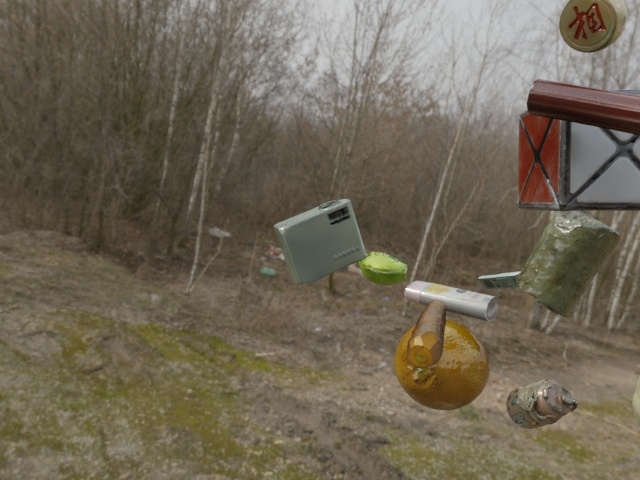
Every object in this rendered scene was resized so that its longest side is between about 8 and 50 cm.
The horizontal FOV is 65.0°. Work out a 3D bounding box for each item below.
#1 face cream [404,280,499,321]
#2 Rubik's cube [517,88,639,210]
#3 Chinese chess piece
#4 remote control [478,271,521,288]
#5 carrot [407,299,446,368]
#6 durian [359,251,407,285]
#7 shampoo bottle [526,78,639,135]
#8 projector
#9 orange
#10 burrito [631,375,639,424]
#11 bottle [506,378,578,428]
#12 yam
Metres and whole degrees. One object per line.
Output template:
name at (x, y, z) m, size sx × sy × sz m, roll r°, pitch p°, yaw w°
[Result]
face cream at (0.391, 0.178, 1.517) m, size 0.269 × 0.073 × 0.107 m, roll 10°, pitch 12°, yaw 42°
Rubik's cube at (0.614, -0.194, 1.139) m, size 0.260 × 0.254 × 0.259 m, roll 0°, pitch 5°, yaw -2°
Chinese chess piece at (0.534, -0.433, 0.988) m, size 0.051 × 0.122 × 0.122 m, roll -36°, pitch 32°, yaw -27°
remote control at (0.635, 0.138, 1.751) m, size 0.162 × 0.029 × 0.061 m, roll -12°, pitch -55°, yaw 50°
carrot at (0.228, 0.175, 1.022) m, size 0.066 × 0.066 × 0.314 m, roll 14°, pitch 14°, yaw 17°
durian at (0.252, 0.119, 2.104) m, size 0.250 × 0.101 × 0.139 m, roll 12°, pitch 38°, yaw 39°
shampoo bottle at (0.506, -0.228, 0.883) m, size 0.260 × 0.064 × 0.102 m, roll 23°, pitch 13°, yaw 32°
projector at (0.000, 0.000, 1.585) m, size 0.251 × 0.198 × 0.108 m, roll -24°, pitch 17°, yaw -16°
orange at (0.347, 0.356, 1.454) m, size 0.275 × 0.274 × 0.274 m, roll 13°, pitch 4°, yaw -1°
burrito at (0.641, 0.322, 0.870) m, size 0.105 × 0.143 × 0.299 m, roll 15°, pitch 23°, yaw 7°
bottle at (0.464, 0.341, 1.057) m, size 0.099 × 0.098 × 0.152 m, roll 13°, pitch -27°, yaw -2°
yam at (0.726, 0.056, 1.490) m, size 0.195 × 0.299 × 0.195 m, roll 26°, pitch 11°, yaw -5°
